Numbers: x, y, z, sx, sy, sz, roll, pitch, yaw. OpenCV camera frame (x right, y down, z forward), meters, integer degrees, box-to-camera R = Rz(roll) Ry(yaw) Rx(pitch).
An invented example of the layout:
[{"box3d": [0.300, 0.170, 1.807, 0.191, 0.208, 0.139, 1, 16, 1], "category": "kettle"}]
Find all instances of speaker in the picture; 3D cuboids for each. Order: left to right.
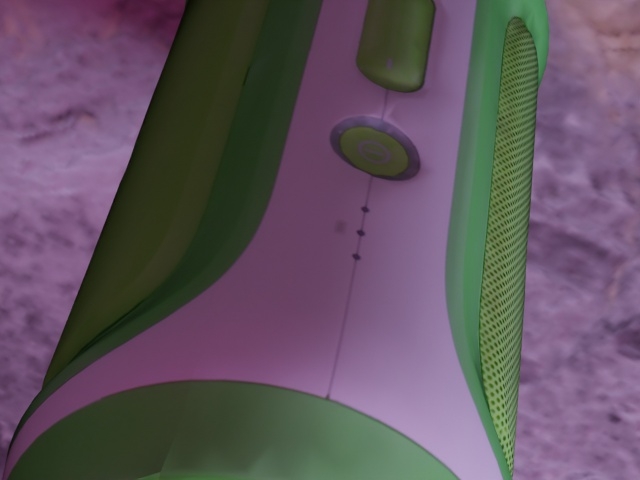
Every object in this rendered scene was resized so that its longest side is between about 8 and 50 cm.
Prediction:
[{"box3d": [0.000, 0.000, 0.496, 0.131, 0.296, 0.131, 5, 129, 6], "category": "speaker"}]
